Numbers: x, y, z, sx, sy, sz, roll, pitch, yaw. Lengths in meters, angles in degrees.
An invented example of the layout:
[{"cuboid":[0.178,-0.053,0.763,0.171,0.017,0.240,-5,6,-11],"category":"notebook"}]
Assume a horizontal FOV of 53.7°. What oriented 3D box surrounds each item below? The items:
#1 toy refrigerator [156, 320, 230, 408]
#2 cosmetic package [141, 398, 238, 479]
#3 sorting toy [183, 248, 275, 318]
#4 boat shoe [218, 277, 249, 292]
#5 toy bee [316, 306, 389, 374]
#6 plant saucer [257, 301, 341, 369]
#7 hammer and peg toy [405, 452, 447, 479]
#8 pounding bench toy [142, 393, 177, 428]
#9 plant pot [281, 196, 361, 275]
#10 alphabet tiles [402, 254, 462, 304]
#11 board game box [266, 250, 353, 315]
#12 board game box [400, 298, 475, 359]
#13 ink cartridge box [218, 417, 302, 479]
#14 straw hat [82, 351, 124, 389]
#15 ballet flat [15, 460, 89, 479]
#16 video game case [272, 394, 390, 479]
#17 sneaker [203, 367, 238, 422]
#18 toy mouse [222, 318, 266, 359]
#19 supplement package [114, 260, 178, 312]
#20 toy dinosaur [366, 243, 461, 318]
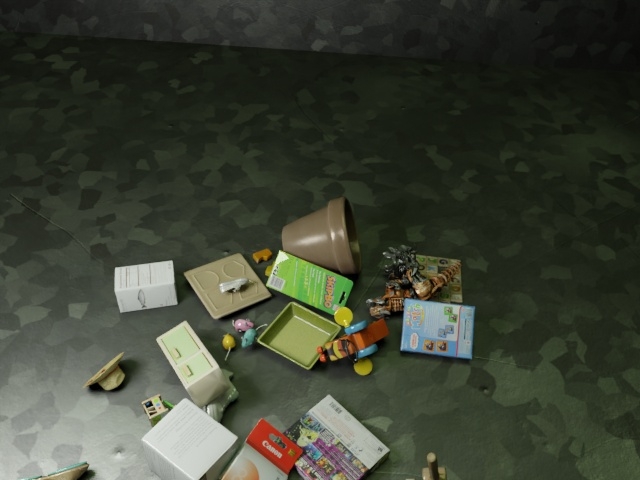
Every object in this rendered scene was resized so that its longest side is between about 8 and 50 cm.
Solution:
[{"cuboid":[-0.356,0.333,1.741,0.102,0.094,0.269,-31,34,-16],"category":"toy refrigerator"},{"cuboid":[-0.318,0.528,1.567,0.183,0.151,0.151,29,48,23],"category":"cosmetic package"},{"cuboid":[-0.263,0.134,2.071,0.307,0.041,0.229,-20,51,-32],"category":"sorting toy"},{"cuboid":[-0.271,0.146,2.002,0.100,0.035,0.035,-11,74,-30],"category":"boat shoe"},{"cuboid":[0.074,0.289,1.827,0.162,0.298,0.195,-23,64,27],"category":"toy bee"},{"cuboid":[-0.063,0.294,1.904,0.188,0.045,0.188,25,48,21],"category":"plant saucer"},{"cuboid":[0.219,0.648,1.399,0.127,0.266,0.361,-9,43,14],"category":"hammer and peg toy"},{"cuboid":[-0.432,0.452,1.710,0.083,0.052,0.065,-22,49,-24],"category":"pounding bench toy"},{"cuboid":[0.000,0.000,2.097,0.229,0.263,0.263,-10,42,12],"category":"plant pot"},{"cuboid":[0.375,0.138,2.122,0.198,0.009,0.237,7,43,3],"category":"alphabet tiles"},{"cuboid":[-0.033,0.137,2.007,0.259,0.124,0.039,23,5,12],"category":"board game box"},{"cuboid":[0.354,0.268,1.912,0.211,0.039,0.160,7,74,3],"category":"board game box"},{"cuboid":[-0.139,0.554,1.550,0.145,0.045,0.179,41,69,-8],"category":"ink cartridge box"},{"cuboid":[-0.586,0.382,1.763,0.061,0.144,0.144,51,52,-7],"category":"straw hat"},{"cuboid":[-0.667,0.601,1.544,0.206,0.073,0.067,-13,73,-13],"category":"ballet flat"},{"cuboid":[0.028,0.544,1.650,0.210,0.042,0.232,-34,55,-32],"category":"video game case"},{"cuboid":[-0.271,0.434,1.728,0.094,0.080,0.212,9,39,-14],"category":"sneaker"},{"cuboid":[-0.230,0.272,1.894,0.143,0.031,0.161,-23,32,3],"category":"toy mouse"},{"cuboid":[-0.547,0.144,1.987,0.179,0.105,0.105,-8,45,-11],"category":"supplement package"},{"cuboid":[0.294,0.142,2.035,0.321,0.164,0.218,-11,58,-27],"category":"toy dinosaur"}]
